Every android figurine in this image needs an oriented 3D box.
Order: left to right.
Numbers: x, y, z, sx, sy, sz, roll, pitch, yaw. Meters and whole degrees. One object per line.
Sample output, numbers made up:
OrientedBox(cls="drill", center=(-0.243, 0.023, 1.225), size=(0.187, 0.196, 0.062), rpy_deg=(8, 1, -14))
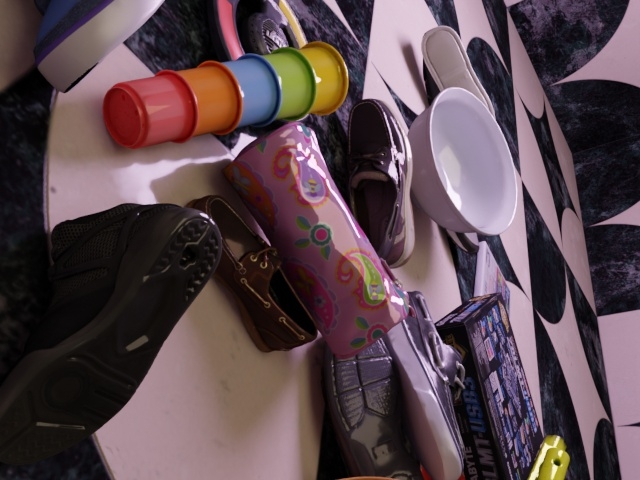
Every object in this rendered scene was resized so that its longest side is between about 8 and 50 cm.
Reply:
OrientedBox(cls="android figurine", center=(0.379, 0.486, 1.162), size=(0.273, 0.056, 0.248), rpy_deg=(-40, 149, -47))

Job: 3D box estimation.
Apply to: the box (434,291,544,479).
OrientedBox(cls="box", center=(0.290, 0.255, 1.085), size=(0.293, 0.073, 0.296), rpy_deg=(-13, 87, -64))

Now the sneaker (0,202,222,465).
OrientedBox(cls="sneaker", center=(-0.188, 0.060, 0.508), size=(0.228, 0.130, 0.087), rpy_deg=(-57, 136, -18))

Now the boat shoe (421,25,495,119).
OrientedBox(cls="boat shoe", center=(0.316, -0.336, 1.503), size=(0.340, 0.127, 0.113), rpy_deg=(61, 9, -17))

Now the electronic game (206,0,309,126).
OrientedBox(cls="electronic game", center=(-0.074, -0.268, 0.876), size=(0.229, 0.048, 0.230), rpy_deg=(33, 49, -50))

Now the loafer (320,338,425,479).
OrientedBox(cls="loafer", center=(0.054, 0.249, 0.824), size=(0.109, 0.095, 0.303), rpy_deg=(-3, 65, -32))

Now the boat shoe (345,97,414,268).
OrientedBox(cls="boat shoe", center=(0.089, -0.098, 1.020), size=(0.092, 0.102, 0.286), rpy_deg=(10, 73, -63))

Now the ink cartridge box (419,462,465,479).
OrientedBox(cls="ink cartridge box", center=(0.257, 0.354, 1.122), size=(0.296, 0.066, 0.261), rpy_deg=(32, 49, -49))

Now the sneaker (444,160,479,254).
OrientedBox(cls="sneaker", center=(0.309, -0.104, 1.387), size=(0.100, 0.107, 0.272), rpy_deg=(0, 77, -61))

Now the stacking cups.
OrientedBox(cls="stacking cups", center=(-0.097, -0.159, 0.721), size=(0.316, 0.096, 0.096), rpy_deg=(-29, 101, -45))

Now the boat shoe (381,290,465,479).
OrientedBox(cls="boat shoe", center=(0.152, 0.185, 0.882), size=(0.301, 0.102, 0.108), rpy_deg=(-109, -166, -49))

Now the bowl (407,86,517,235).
OrientedBox(cls="bowl", center=(0.253, -0.137, 1.252), size=(0.297, 0.134, 0.298), rpy_deg=(18, 63, -41))

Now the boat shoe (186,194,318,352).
OrientedBox(cls="boat shoe", center=(-0.071, 0.035, 0.715), size=(0.207, 0.073, 0.073), rpy_deg=(60, 35, -21))

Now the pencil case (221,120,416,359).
OrientedBox(cls="pencil case", center=(0.000, 0.000, 0.765), size=(0.284, 0.124, 0.124), rpy_deg=(59, 32, -6))

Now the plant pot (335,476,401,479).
OrientedBox(cls="plant pot", center=(0.049, 0.382, 0.649), size=(0.205, 0.205, 0.188), rpy_deg=(-26, 114, -60))

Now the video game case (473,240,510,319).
OrientedBox(cls="video game case", center=(0.417, 0.133, 1.541), size=(0.183, 0.023, 0.201), rpy_deg=(56, 34, -29))

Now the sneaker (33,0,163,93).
OrientedBox(cls="sneaker", center=(-0.237, -0.307, 0.565), size=(0.236, 0.130, 0.323), rpy_deg=(42, 47, -29))
